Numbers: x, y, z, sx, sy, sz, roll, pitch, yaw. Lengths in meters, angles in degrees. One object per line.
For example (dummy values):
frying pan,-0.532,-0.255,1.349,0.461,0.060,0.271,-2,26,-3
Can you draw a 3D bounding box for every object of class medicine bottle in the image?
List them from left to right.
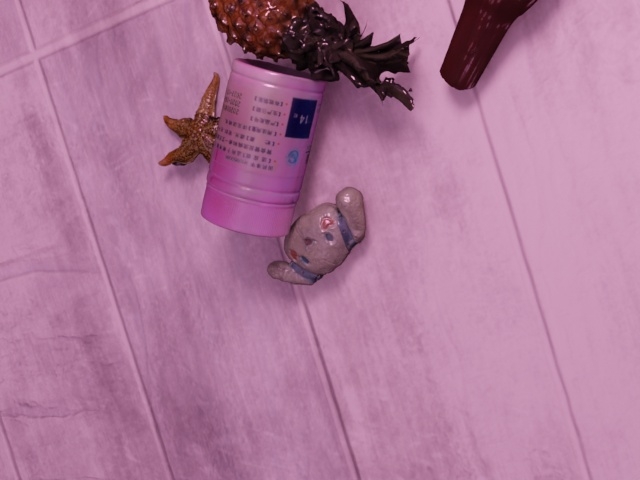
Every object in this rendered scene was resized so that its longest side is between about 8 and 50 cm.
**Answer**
medicine bottle,-0.091,-0.145,1.765,0.152,0.152,0.253,20,105,25

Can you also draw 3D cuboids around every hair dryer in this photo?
hair dryer,0.153,-0.411,1.565,0.340,0.123,0.312,31,125,3

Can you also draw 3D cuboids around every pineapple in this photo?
pineapple,0.001,-0.303,1.681,0.365,0.165,0.165,32,115,24

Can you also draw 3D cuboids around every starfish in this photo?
starfish,-0.189,-0.194,1.887,0.208,0.053,0.175,6,91,25

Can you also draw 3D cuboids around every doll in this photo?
doll,0.000,0.000,1.810,0.214,0.071,0.103,-42,86,24
